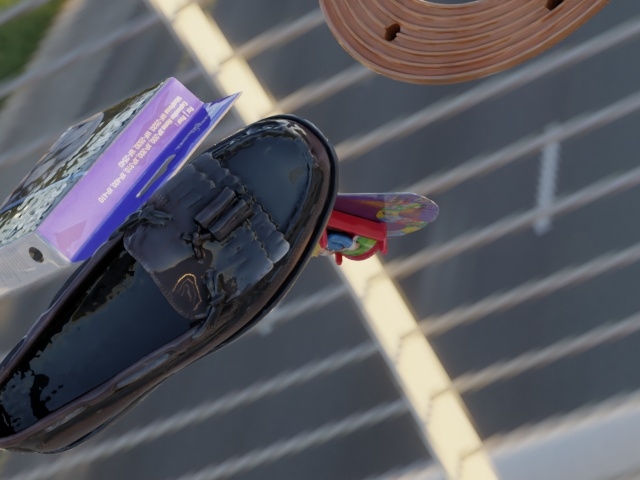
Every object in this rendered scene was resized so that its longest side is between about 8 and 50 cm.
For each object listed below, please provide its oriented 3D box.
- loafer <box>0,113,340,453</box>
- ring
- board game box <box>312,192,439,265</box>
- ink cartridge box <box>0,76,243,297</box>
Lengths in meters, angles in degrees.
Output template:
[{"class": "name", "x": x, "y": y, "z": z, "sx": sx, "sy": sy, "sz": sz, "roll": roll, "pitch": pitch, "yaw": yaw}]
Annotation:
[{"class": "loafer", "x": -0.109, "y": 0.038, "z": 1.288, "sx": 0.302, "sy": 0.109, "sz": 0.095, "roll": -43, "pitch": -7, "yaw": 15}, {"class": "ring", "x": 0.133, "y": -0.257, "z": 1.399, "sx": 0.336, "sy": 0.032, "sz": 0.336, "roll": -21, "pitch": 54, "yaw": 32}, {"class": "board game box", "x": 0.000, "y": 0.000, "z": 1.397, "sx": 0.169, "sy": 0.033, "sz": 0.133, "roll": -1, "pitch": -14, "yaw": -8}, {"class": "ink cartridge box", "x": -0.184, "y": -0.044, "z": 1.565, "sx": 0.208, "sy": 0.045, "sz": 0.206, "roll": -19, "pitch": 27, "yaw": 45}]
